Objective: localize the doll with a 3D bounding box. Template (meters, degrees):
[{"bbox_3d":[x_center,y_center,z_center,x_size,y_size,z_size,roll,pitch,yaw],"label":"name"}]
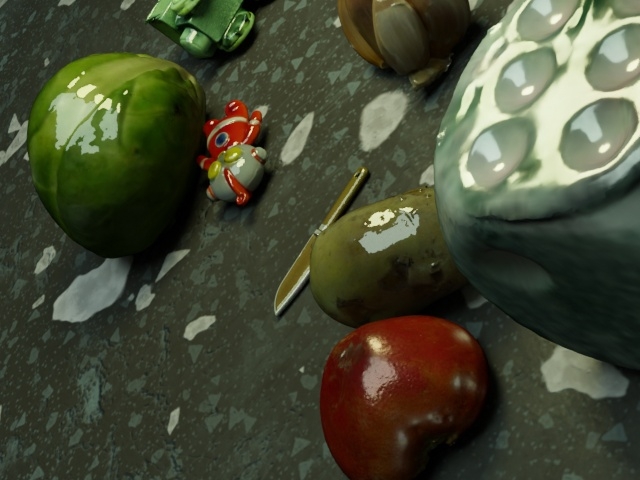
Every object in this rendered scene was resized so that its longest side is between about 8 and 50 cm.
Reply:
[{"bbox_3d":[-0.144,-0.135,2.087,0.142,0.076,0.245,-39,34,20],"label":"doll"}]

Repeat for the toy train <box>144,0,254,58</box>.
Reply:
[{"bbox_3d":[-0.191,-0.462,2.345,0.188,0.159,0.271,7,65,60],"label":"toy train"}]

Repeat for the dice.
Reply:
[{"bbox_3d":[0.335,-0.075,1.283,0.330,0.348,0.327,-1,58,46],"label":"dice"}]

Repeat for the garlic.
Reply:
[{"bbox_3d":[0.125,-0.345,1.903,0.160,0.191,0.214,-27,25,-6],"label":"garlic"}]

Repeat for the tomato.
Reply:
[{"bbox_3d":[0.078,0.177,1.528,0.233,0.140,0.200,-48,30,7],"label":"tomato"}]

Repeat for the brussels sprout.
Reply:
[{"bbox_3d":[-0.337,-0.165,2.157,0.276,0.314,0.371,5,56,23],"label":"brussels sprout"}]

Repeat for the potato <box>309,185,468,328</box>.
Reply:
[{"bbox_3d":[0.099,0.017,1.617,0.262,0.165,0.165,-32,41,27],"label":"potato"}]

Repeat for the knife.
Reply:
[{"bbox_3d":[-0.001,-0.001,1.860,0.046,0.022,0.256,27,82,49],"label":"knife"}]
